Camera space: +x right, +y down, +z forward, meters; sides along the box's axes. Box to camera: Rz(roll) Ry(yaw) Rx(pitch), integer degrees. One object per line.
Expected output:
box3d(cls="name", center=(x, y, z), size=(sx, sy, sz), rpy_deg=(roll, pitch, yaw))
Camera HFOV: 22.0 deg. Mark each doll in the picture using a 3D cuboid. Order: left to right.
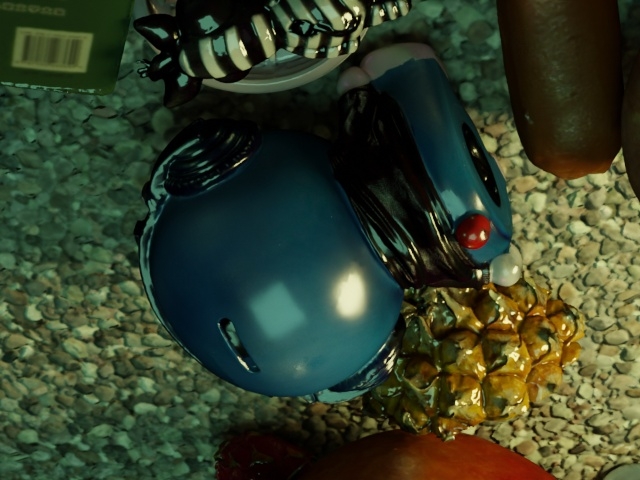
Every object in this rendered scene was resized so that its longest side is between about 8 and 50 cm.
box3d(cls="doll", center=(-0.040, -0.170, 1.273), size=(0.219, 0.067, 0.091), rpy_deg=(-17, 132, 6))
box3d(cls="doll", center=(0.000, 0.000, 1.407), size=(0.310, 0.240, 0.284), rpy_deg=(-24, 115, 13))

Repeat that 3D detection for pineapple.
box3d(cls="pineapple", center=(0.122, 0.094, 1.554), size=(0.250, 0.139, 0.164), rpy_deg=(-8, 130, 11))

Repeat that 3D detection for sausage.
box3d(cls="sausage", center=(0.189, -0.193, 1.328), size=(0.097, 0.094, 0.348), rpy_deg=(-21, 130, -9))

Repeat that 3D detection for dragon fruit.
box3d(cls="dragon fruit", center=(-0.024, 0.259, 1.728), size=(0.190, 0.094, 0.094), rpy_deg=(23, 127, -25))

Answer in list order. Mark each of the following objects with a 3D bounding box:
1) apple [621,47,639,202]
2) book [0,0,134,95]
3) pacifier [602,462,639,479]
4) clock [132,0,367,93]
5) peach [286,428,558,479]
box3d(cls="apple", center=(0.371, -0.092, 1.315), size=(0.254, 0.253, 0.253), rpy_deg=(0, 131, 0))
box3d(cls="book", center=(-0.247, -0.233, 1.157), size=(0.260, 0.043, 0.371), rpy_deg=(4, 147, -15))
box3d(cls="pacifier", center=(0.335, 0.378, 1.779), size=(0.287, 0.238, 0.226), rpy_deg=(-39, 150, 26))
box3d(cls="clock", center=(-0.054, -0.215, 1.321), size=(0.197, 0.068, 0.197), rpy_deg=(0, 132, 0))
box3d(cls="peach", center=(0.115, 0.351, 1.590), size=(0.370, 0.370, 0.370), rpy_deg=(0, 131, 0))
